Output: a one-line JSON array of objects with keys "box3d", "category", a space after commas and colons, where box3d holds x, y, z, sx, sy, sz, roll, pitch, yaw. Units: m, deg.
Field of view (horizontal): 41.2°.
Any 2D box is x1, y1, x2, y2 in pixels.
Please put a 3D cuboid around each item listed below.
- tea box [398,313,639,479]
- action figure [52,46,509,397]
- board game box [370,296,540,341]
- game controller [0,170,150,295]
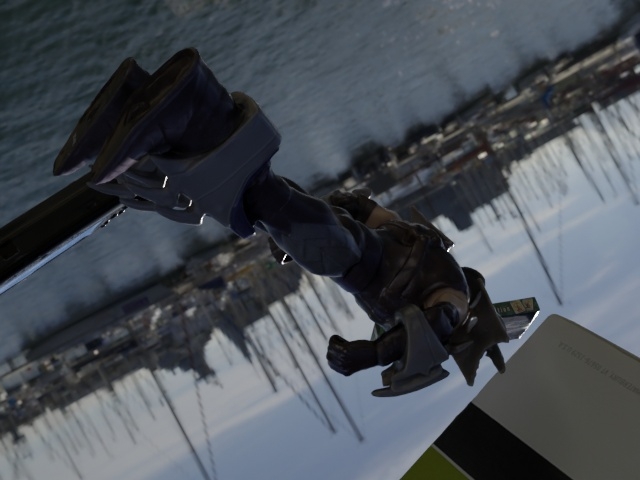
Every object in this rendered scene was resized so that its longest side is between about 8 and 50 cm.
[{"box3d": [0.172, 0.288, 0.528, 0.323, 0.329, 0.220, -46, -143, -6], "category": "tea box"}, {"box3d": [0.000, 0.000, 0.492, 0.099, 0.285, 0.185, -56, -151, 5], "category": "action figure"}, {"box3d": [0.210, 0.145, 1.375, 0.260, 0.030, 0.136, -8, 157, -7], "category": "board game box"}, {"box3d": [-0.312, 0.020, 0.898, 0.319, 0.067, 0.166, -39, 178, -29], "category": "game controller"}]
